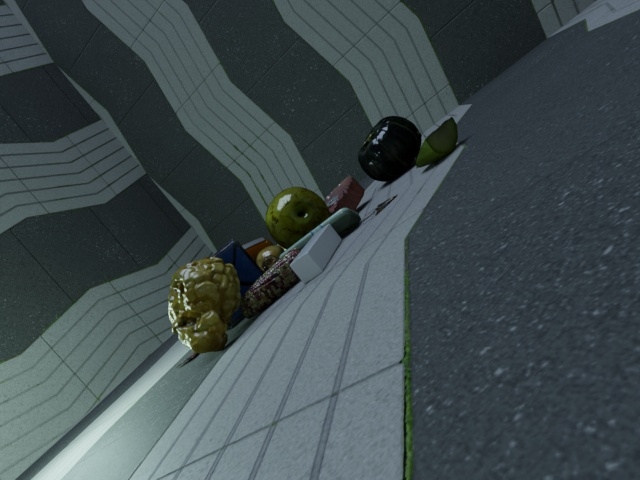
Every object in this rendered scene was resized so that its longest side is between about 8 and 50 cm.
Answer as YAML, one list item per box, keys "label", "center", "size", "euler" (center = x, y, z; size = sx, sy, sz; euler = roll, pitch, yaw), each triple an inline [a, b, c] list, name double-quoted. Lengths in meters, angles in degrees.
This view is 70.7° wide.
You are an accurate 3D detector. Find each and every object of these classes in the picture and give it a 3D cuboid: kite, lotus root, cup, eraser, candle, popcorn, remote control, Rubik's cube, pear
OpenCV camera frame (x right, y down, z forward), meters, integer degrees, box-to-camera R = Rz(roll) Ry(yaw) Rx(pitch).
- label: "kite"
  center: [-0.472, 0.427, 1.695]
  size: [0.190, 0.010, 0.159]
  euler: [-38, 4, -6]
- label: "lotus root"
  center: [-0.199, 0.095, 1.872]
  size: [0.130, 0.147, 0.303]
  euler: [-9, -1, -10]
- label: "cup"
  center: [-0.325, 0.087, 2.036]
  size: [0.263, 0.182, 0.226]
  euler: [-35, -26, -36]
- label: "kite"
  center: [0.213, -0.120, 1.628]
  size: [0.160, 0.010, 0.183]
  euler: [-38, 6, 16]
- label: "eraser"
  center: [-0.008, 0.036, 1.478]
  size: [0.076, 0.078, 0.298]
  euler: [-36, 7, 23]
- label: "candle"
  center: [0.081, -0.136, 2.036]
  size: [0.317, 0.131, 0.287]
  euler: [-48, 12, 5]
- label: "popcorn"
  center: [-0.382, 0.210, 1.457]
  size: [0.265, 0.225, 0.333]
  euler: [-40, 48, 36]
- label: "remote control"
  center: [0.000, 0.000, 1.688]
  size: [0.335, 0.066, 0.128]
  euler: [-37, -22, 21]
- label: "Rubik's cube"
  center: [-0.375, 0.182, 1.760]
  size: [0.259, 0.260, 0.254]
  euler: [-39, 6, -31]
- label: "pear"
  center: [-0.090, -0.081, 1.853]
  size: [0.283, 0.284, 0.283]
  euler: [-38, 6, 5]

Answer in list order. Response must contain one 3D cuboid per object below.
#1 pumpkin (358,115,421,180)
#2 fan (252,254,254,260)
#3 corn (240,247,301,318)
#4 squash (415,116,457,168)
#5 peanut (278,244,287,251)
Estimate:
- label: "pumpkin"
  center: [0.328, -0.430, 2.133]
  size: [0.323, 0.241, 0.323]
  euler: [-49, 14, 17]
- label: "fan"
  center: [-0.271, 0.141, 1.928]
  size: [0.005, 0.176, 0.113]
  euler: [-12, -21, -11]
- label: "corn"
  center: [-0.153, 0.142, 1.500]
  size: [0.290, 0.098, 0.098]
  euler: [-43, 6, -5]
- label: "squash"
  center: [0.429, -0.322, 1.623]
  size: [0.191, 0.085, 0.184]
  euler: [-39, -23, -26]
- label: "peanut"
  center: [-0.156, -0.006, 2.543]
  size: [0.196, 0.110, 0.233]
  euler: [-35, 6, 37]
